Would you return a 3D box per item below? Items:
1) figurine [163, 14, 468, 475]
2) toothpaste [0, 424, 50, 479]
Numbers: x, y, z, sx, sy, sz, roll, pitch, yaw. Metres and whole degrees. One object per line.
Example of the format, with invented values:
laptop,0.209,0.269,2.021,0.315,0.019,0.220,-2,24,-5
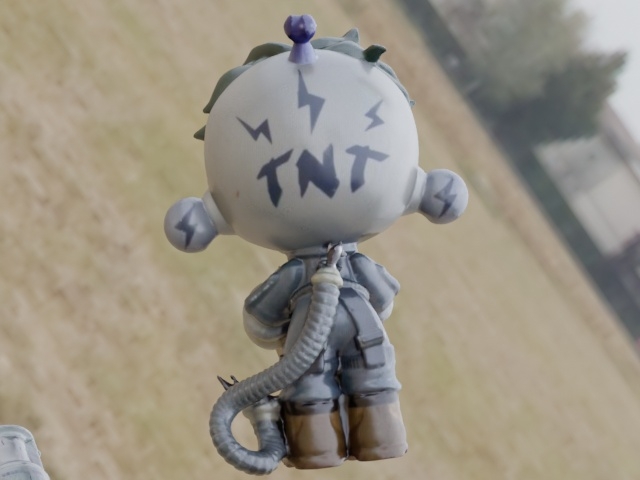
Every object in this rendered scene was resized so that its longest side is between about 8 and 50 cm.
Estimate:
figurine,0.003,0.000,1.689,0.186,0.261,0.382,173,-89,-71
toothpaste,-0.225,0.289,1.581,0.100,0.066,0.323,4,41,-30
